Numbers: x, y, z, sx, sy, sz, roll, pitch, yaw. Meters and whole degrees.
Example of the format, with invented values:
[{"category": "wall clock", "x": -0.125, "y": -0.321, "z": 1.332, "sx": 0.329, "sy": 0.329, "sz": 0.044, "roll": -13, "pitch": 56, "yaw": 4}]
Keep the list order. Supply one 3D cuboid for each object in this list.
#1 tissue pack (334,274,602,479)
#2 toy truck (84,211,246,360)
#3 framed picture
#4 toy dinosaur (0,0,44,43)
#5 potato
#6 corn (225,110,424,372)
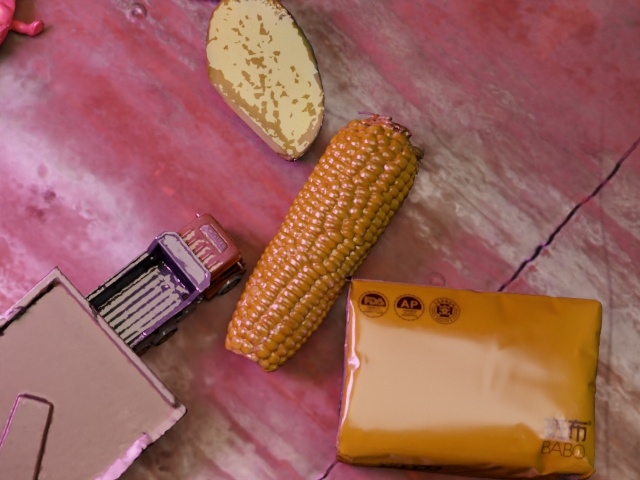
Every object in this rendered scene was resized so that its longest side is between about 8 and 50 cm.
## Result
[{"category": "tissue pack", "x": 0.151, "y": 0.147, "z": 1.769, "sx": 0.271, "sy": 0.134, "sz": 0.192, "roll": 4, "pitch": 75, "yaw": -2}, {"category": "toy truck", "x": -0.169, "y": 0.052, "z": 1.795, "sx": 0.192, "sy": 0.092, "sz": 0.083, "roll": -38, "pitch": 79, "yaw": -13}, {"category": "framed picture", "x": -0.302, "y": 0.192, "z": 1.721, "sx": 0.281, "sy": 0.019, "sz": 0.209, "roll": -41, "pitch": 90, "yaw": -4}, {"category": "toy dinosaur", "x": -0.426, "y": -0.210, "z": 1.873, "sx": 0.139, "sy": 0.070, "sz": 0.286, "roll": 36, "pitch": 78, "yaw": 17}, {"category": "potato", "x": -0.060, "y": -0.178, "z": 1.888, "sx": 0.119, "sy": 0.054, "sz": 0.198, "roll": -31, "pitch": 83, "yaw": -12}, {"category": "corn", "x": 0.000, "y": 0.000, "z": 1.815, "sx": 0.106, "sy": 0.106, "sz": 0.305, "roll": 33, "pitch": 78, "yaw": 5}]
